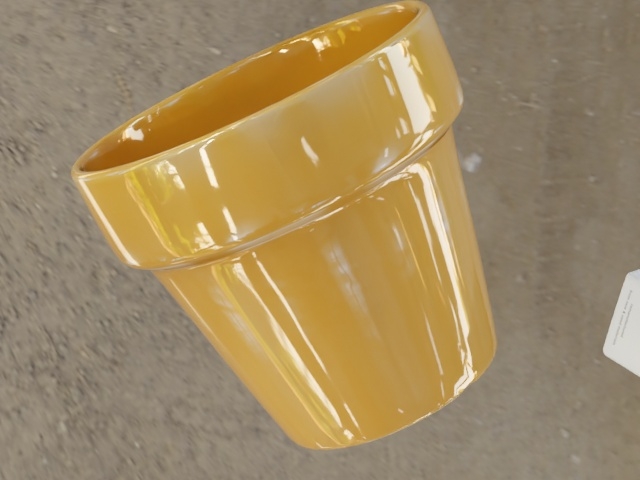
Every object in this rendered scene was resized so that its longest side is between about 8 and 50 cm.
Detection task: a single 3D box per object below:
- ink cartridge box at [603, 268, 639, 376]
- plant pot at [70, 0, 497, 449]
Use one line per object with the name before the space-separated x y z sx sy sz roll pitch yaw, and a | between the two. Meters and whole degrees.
ink cartridge box | 0.268 0.069 0.887 0.109 0.150 0.063 -14 126 -41
plant pot | 0.000 0.000 0.784 0.205 0.205 0.188 -29 105 -13
